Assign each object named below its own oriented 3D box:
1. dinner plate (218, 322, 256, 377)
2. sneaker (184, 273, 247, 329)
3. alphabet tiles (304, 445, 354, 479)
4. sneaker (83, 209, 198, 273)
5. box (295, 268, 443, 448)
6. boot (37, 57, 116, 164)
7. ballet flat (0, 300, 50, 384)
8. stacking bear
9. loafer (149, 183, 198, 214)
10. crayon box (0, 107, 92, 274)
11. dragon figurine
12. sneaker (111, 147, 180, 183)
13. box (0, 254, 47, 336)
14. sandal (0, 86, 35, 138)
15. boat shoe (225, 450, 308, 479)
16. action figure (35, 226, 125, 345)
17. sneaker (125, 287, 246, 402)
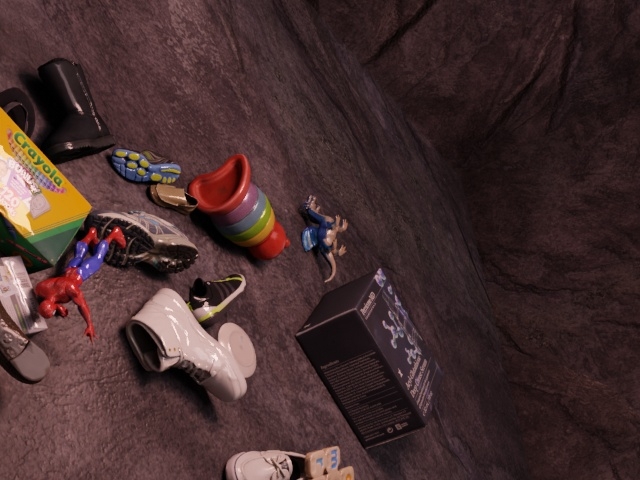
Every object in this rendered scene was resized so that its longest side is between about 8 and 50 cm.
[{"bbox_3d":[-0.196,0.262,1.946,0.141,0.017,0.141,46,28,-34],"label":"dinner plate"},{"bbox_3d":[-0.249,0.118,1.901,0.097,0.084,0.235,56,26,-12],"label":"sneaker"},{"bbox_3d":[0.008,0.628,1.871,0.278,0.021,0.284,8,78,-60],"label":"alphabet tiles"},{"bbox_3d":[-0.401,-0.011,1.746,0.283,0.110,0.122,26,21,-49],"label":"sneaker"},{"bbox_3d":[0.150,0.333,2.318,0.395,0.212,0.293,58,26,-9],"label":"box"},{"bbox_3d":[-0.543,-0.275,1.696,0.207,0.094,0.246,65,18,-6],"label":"boot"},{"bbox_3d":[-0.531,0.131,1.298,0.250,0.058,0.084,53,49,-12],"label":"ballet flat"},{"bbox_3d":[-0.189,-0.056,2.111,0.289,0.175,0.164,51,14,-45],"label":"stacking bear"},{"bbox_3d":[-0.354,-0.107,1.957,0.148,0.050,0.056,22,47,-55],"label":"loafer"},{"bbox_3d":[-0.561,-0.094,1.456,0.278,0.081,0.165,53,37,-30],"label":"crayon box"},{"bbox_3d":[0.000,0.000,2.498,0.085,0.144,0.289,26,63,-55],"label":"dragon figurine"},{"bbox_3d":[-0.418,-0.179,1.903,0.078,0.067,0.188,39,19,35],"label":"sneaker"},{"bbox_3d":[-0.562,0.104,1.360,0.186,0.038,0.145,-10,75,-65],"label":"box"},{"bbox_3d":[-0.606,-0.210,1.562,0.097,0.054,0.254,46,30,-33],"label":"sandal"},{"bbox_3d":[-0.103,0.511,1.794,0.267,0.088,0.096,27,43,-52],"label":"boat shoe"},{"bbox_3d":[-0.446,0.092,1.515,0.280,0.091,0.139,-67,151,-63],"label":"action figure"},{"bbox_3d":[-0.288,0.254,1.683,0.292,0.108,0.169,50,28,-5],"label":"sneaker"}]
